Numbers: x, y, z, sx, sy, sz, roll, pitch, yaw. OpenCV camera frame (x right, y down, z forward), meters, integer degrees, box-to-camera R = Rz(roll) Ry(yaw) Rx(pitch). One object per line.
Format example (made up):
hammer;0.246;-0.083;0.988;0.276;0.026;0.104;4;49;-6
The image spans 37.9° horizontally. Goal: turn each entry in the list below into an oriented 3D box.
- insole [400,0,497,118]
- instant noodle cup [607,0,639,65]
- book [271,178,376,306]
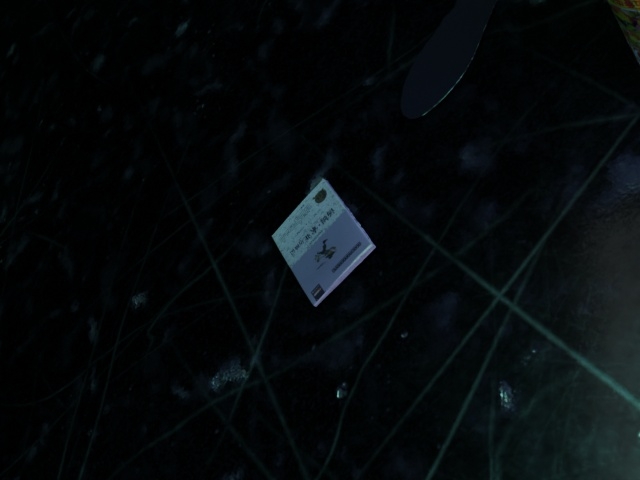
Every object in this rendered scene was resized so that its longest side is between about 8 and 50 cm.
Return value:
insole;0.210;-0.318;1.379;0.109;0.007;0.322;24;83;48
instant noodle cup;0.398;-0.271;1.009;0.193;0.212;0.193;-23;51;32
book;0.000;0.000;1.377;0.127;0.014;0.181;-46;42;12
